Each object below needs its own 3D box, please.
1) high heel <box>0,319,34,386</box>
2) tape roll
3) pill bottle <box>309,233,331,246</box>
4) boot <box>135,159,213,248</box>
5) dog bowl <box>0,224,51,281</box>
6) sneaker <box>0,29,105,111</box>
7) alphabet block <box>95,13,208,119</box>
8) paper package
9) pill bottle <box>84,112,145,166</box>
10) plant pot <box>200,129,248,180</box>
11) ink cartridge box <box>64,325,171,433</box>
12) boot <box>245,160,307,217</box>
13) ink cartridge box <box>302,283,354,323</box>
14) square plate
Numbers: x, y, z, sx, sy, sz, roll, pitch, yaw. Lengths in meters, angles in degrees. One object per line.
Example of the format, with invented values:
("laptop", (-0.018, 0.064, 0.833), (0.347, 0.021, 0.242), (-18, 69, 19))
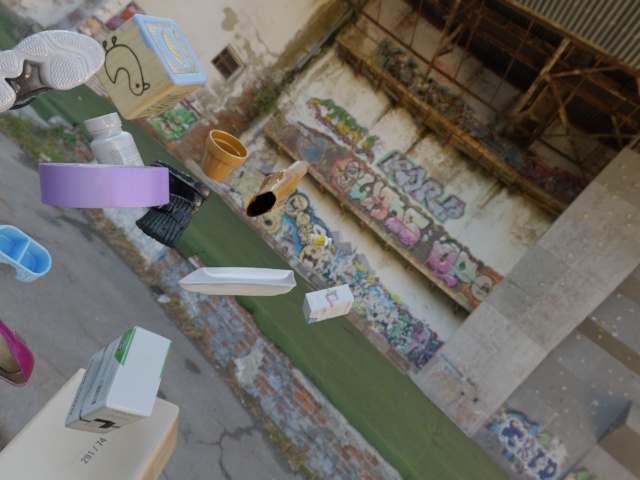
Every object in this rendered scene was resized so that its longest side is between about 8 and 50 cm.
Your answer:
("high heel", (-0.924, 0.245, 1.078), (0.181, 0.127, 0.377), (31, -21, 45))
("tape roll", (-0.511, -0.136, 0.975), (0.274, 0.090, 0.275), (3, 10, -1))
("pill bottle", (0.000, 0.000, 1.599), (0.083, 0.044, 0.043), (9, 0, -4))
("boot", (-0.585, -0.141, 1.494), (0.347, 0.260, 0.131), (27, -11, 35))
("dog bowl", (-1.267, 0.051, 1.693), (0.297, 0.073, 0.166), (63, 20, -48))
("sneaker", (-0.569, -0.336, 0.804), (0.153, 0.268, 0.101), (33, -31, 56))
("alphabet block", (-0.467, -0.471, 1.111), (0.193, 0.197, 0.193), (61, 22, -13))
("paper package", (-0.542, 0.516, 0.945), (0.309, 0.168, 0.325), (19, 35, 5))
("pill bottle", (-0.670, -0.291, 1.326), (0.131, 0.131, 0.230), (39, -33, 61))
("plant pot", (-0.490, -0.403, 1.991), (0.205, 0.188, 0.205), (30, 29, -19))
("ink cartridge box", (-0.402, 0.283, 0.804), (0.086, 0.208, 0.153), (34, 42, -33))
("boot", (-0.174, -0.132, 1.274), (0.104, 0.211, 0.295), (48, -42, -8))
("ink cartridge box", (0.019, 0.169, 1.077), (0.089, 0.122, 0.052), (105, -30, -54))
("square plate", (-0.259, 0.134, 1.347), (0.346, 0.050, 0.344), (2, 3, -6))
